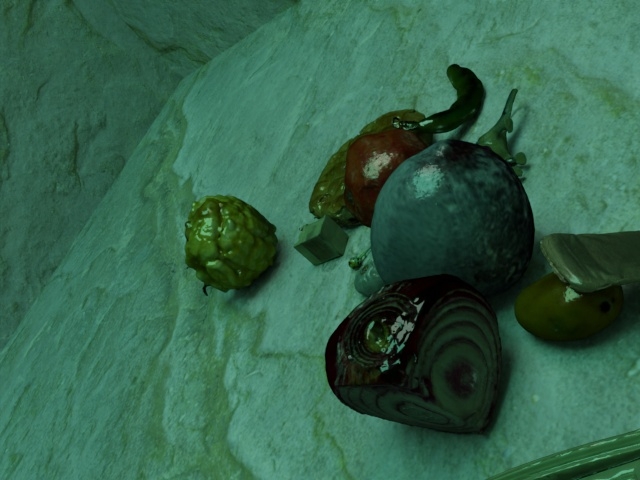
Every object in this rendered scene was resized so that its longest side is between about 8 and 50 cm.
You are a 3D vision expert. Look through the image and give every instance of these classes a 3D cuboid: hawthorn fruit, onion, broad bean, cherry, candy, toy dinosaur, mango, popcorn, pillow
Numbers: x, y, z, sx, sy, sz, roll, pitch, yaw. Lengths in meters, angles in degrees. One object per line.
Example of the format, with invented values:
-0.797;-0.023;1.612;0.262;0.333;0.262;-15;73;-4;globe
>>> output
0.144;-0.098;1.410;0.207;0.207;0.243;-43;22;5;hawthorn fruit
0.128;0.152;1.067;0.206;0.216;0.206;-7;51;48;onion
0.284;-0.309;1.644;0.144;0.049;0.292;21;48;27;broad bean
0.203;-0.018;1.173;0.255;0.296;0.218;-2;44;14;cherry
0.089;0.026;1.532;0.023;0.025;0.083;33;68;34;candy
0.315;-0.155;1.403;0.362;0.076;0.147;-60;19;-16;toy dinosaur
0.334;0.089;1.028;0.163;0.089;0.111;-34;16;41;mango
-0.224;0.010;1.774;0.225;0.249;0.249;-56;24;17;popcorn
0.399;0.021;0.976;0.211;0.034;0.135;-3;34;-3;pillow

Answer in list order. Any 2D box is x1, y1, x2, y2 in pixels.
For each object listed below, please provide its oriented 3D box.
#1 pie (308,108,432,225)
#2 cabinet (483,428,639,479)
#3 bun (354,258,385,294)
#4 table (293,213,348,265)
0.114;-0.168;1.702;0.339;0.083;0.339;-34;26;20;pie
0.250;0.363;0.607;0.290;0.227;0.318;-29;31;26;cabinet
0.097;0.066;1.430;0.083;0.045;0.083;-37;23;19;bun
0.000;0.000;1.622;0.083;0.079;0.062;-24;35;38;table
